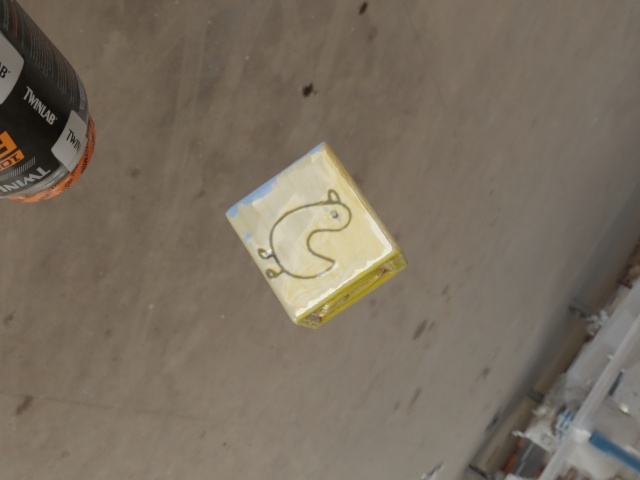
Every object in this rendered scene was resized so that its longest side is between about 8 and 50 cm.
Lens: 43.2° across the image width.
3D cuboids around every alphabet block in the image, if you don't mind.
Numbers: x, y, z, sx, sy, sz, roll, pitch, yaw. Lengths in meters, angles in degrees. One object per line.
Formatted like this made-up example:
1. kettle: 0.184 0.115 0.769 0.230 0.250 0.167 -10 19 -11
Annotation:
1. alphabet block: 0.000 0.000 1.232 0.192 0.197 0.193 -36 167 5

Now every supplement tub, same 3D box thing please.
1. supplement tub: -0.371 -0.165 0.849 0.194 0.193 0.316 -54 162 -9
